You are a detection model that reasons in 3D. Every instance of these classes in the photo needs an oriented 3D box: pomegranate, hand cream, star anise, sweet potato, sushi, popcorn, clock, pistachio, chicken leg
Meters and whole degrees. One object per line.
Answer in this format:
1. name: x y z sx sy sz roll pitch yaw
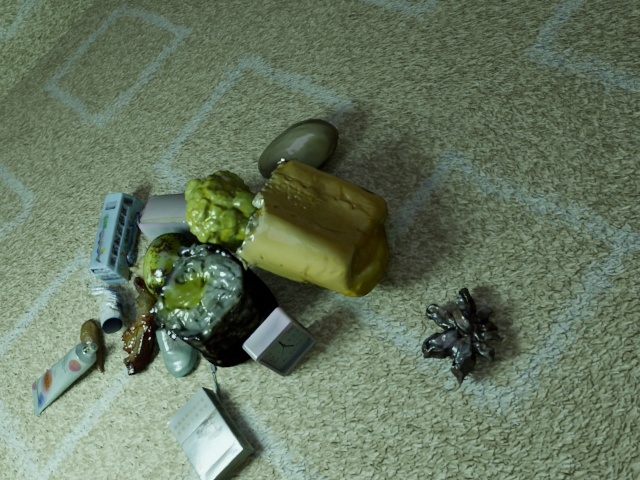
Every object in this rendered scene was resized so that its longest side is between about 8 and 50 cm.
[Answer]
1. pomegranate: -0.496 0.085 1.828 0.277 0.204 0.221 10 76 7
2. hand cream: -0.843 0.434 1.877 0.341 0.078 0.124 -39 55 18
3. star anise: 0.347 0.228 1.458 0.214 0.099 0.220 -32 54 -6
4. sweet potato: -0.764 0.341 1.918 0.068 0.068 0.226 -32 55 5
5. sushi: -0.291 0.187 1.647 0.282 0.294 0.299 15 69 29
6. popcorn: -0.282 -0.090 1.668 0.242 0.250 0.234 5 81 0
7. clock: -0.107 0.283 1.570 0.150 0.197 0.063 -47 56 -6
8. pistachio: -0.074 -0.297 1.889 0.288 0.166 0.197 -24 71 10
9. chicken leg: -0.578 0.270 1.850 0.178 0.083 0.322 1 76 43

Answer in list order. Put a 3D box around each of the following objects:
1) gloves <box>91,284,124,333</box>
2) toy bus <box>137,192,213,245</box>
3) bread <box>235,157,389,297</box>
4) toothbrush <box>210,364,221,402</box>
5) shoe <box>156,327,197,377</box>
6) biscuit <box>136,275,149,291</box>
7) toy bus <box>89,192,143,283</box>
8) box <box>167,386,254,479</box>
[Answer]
1. gloves: -0.713 0.223 1.933 0.229 0.097 0.119 46 120 41
2. toy bus: -0.418 -0.069 1.927 0.387 0.162 0.171 -3 61 23
3. bread: 0.000 0.000 1.601 0.395 0.250 0.361 23 48 3
4. toothbrush: -0.301 0.437 1.687 0.014 0.011 0.167 -24 55 3
5. shoe: -0.452 0.297 1.780 0.103 0.100 0.250 -24 53 11
6. biscuit: -0.553 0.131 1.956 0.145 0.033 0.224 -34 56 4
7. toy bus: -0.727 -0.018 2.053 0.109 0.136 0.329 -8 62 18
8. box: -0.307 0.543 1.590 0.149 0.067 0.233 -47 56 2
